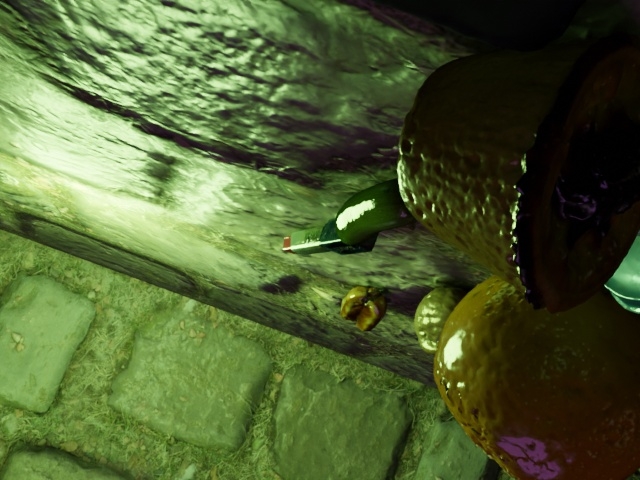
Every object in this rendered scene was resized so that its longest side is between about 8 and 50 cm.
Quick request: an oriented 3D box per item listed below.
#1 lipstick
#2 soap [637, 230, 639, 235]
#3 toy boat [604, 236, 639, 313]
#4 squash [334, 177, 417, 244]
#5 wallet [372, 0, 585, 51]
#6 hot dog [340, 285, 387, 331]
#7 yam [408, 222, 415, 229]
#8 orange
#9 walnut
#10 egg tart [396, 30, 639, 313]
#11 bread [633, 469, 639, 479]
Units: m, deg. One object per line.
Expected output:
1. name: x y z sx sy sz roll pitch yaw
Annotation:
1. lipstick: 0.000 0.000 1.258 0.051 0.051 0.312 24 165 -23
2. soap: 0.300 -0.045 0.682 0.115 0.063 0.198 20 167 -33
3. toy boat: 0.387 0.032 0.774 0.098 0.109 0.238 12 175 -14
4. squash: 0.078 -0.041 0.985 0.069 0.069 0.258 24 162 -16
5. wallet: 0.093 -0.228 0.312 0.229 0.062 0.406 20 164 -5
6. hot dog: 0.100 0.150 1.640 0.100 0.068 0.249 31 164 4
7. yam: 0.129 -0.037 1.037 0.014 0.014 0.107 14 164 18
8. orange: 0.337 0.190 1.035 0.341 0.293 0.340 41 -172 -7
9. walnut: 0.252 0.159 1.348 0.166 0.149 0.166 44 164 16
10. egg tart: 0.169 -0.057 0.569 0.171 0.215 0.215 20 170 44
11. bread: 0.746 0.356 1.192 0.264 0.239 0.395 25 165 -22
